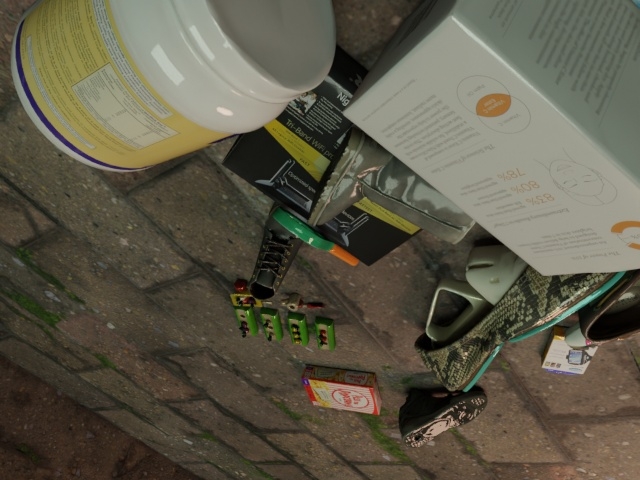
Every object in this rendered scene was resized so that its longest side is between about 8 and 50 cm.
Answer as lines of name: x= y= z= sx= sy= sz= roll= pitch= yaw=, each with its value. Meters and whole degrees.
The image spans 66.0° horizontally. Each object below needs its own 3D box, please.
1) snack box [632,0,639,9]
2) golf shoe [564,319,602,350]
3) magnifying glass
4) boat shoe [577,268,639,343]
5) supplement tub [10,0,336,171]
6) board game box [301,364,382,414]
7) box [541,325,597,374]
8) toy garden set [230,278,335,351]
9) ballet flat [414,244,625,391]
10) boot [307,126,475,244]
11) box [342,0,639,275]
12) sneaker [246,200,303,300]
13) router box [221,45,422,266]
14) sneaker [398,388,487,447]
snack box: x=0.440 y=-0.243 z=0.483 sx=0.187 sy=0.060 sz=0.322 roll=38 pitch=135 yaw=-19
golf shoe: x=0.489 y=0.121 z=0.854 sx=0.086 sy=0.067 sz=0.186 roll=40 pitch=129 yaw=5
magnifying glass: x=0.000 y=0.000 z=0.861 sx=0.092 sy=0.026 sz=0.231 roll=41 pitch=-172 yaw=39
boat shoe: x=0.520 y=0.051 z=0.682 sx=0.342 sy=0.123 sz=0.123 roll=-35 pitch=92 yaw=36
supplement tub: x=-0.173 y=-0.225 z=0.574 sx=0.331 sy=0.241 sz=0.241 roll=-8 pitch=132 yaw=38
board game box: x=0.059 y=0.401 z=1.321 sx=0.193 sy=0.045 sz=0.147 roll=2 pitch=135 yaw=19
box: x=0.495 y=0.224 z=0.984 sx=0.081 sy=0.028 sz=0.136 roll=7 pitch=139 yaw=14
toy garden set: x=-0.093 y=0.186 z=1.148 sx=0.244 sy=0.049 sz=0.204 roll=8 pitch=137 yaw=13
ballet flat: x=0.294 y=0.116 z=0.868 sx=0.182 sy=0.164 sz=0.483 roll=38 pitch=141 yaw=10
boot: x=0.102 y=-0.050 z=0.695 sx=0.208 sy=0.076 sz=0.189 roll=21 pitch=140 yaw=-13
box: x=0.236 y=-0.128 z=0.536 sx=0.345 sy=0.168 sz=0.215 roll=36 pitch=161 yaw=-13
sneaker: x=-0.075 y=0.018 z=0.910 sx=0.083 sy=0.118 sz=0.222 roll=19 pitch=138 yaw=1
router box: x=0.040 y=-0.117 z=0.751 sx=0.309 sy=0.081 sz=0.243 roll=35 pitch=136 yaw=-17
sneaker: x=0.292 y=0.408 z=1.223 sx=0.227 sy=0.130 sz=0.087 roll=-32 pitch=117 yaw=10
